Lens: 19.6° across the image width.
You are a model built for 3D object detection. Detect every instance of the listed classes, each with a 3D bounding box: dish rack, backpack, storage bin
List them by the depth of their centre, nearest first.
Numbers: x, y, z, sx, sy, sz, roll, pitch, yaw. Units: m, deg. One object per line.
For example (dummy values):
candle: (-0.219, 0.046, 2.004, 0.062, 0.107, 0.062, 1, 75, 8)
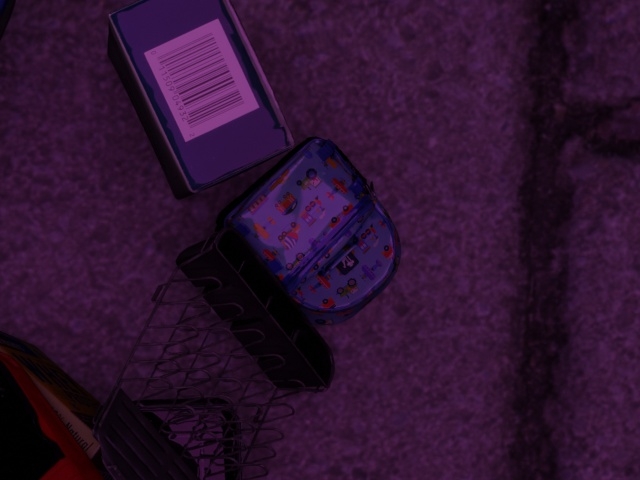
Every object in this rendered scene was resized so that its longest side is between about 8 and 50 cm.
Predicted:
dish rack: (-0.103, 0.148, 1.756, 0.208, 0.074, 0.271, 52, 43, -28)
storage bin: (-0.142, 0.252, 1.875, 0.122, 0.084, 0.180, -1, 89, -7)
backpack: (0.000, 0.000, 1.879, 0.158, 0.117, 0.173, -40, 97, -5)

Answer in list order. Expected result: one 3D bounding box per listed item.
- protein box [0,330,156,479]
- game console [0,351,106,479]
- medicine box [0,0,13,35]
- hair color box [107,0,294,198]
protein box: (-0.304, 0.221, 1.781, 0.200, 0.136, 0.201, 38, 91, 24)
game console: (-0.336, 0.340, 1.666, 0.386, 0.060, 0.342, -43, 61, 5)
medicine box: (-0.387, -0.171, 1.717, 0.149, 0.289, 0.263, 23, 75, -9)
hair color box: (-0.119, -0.137, 1.745, 0.105, 0.347, 0.174, -25, 93, -6)
